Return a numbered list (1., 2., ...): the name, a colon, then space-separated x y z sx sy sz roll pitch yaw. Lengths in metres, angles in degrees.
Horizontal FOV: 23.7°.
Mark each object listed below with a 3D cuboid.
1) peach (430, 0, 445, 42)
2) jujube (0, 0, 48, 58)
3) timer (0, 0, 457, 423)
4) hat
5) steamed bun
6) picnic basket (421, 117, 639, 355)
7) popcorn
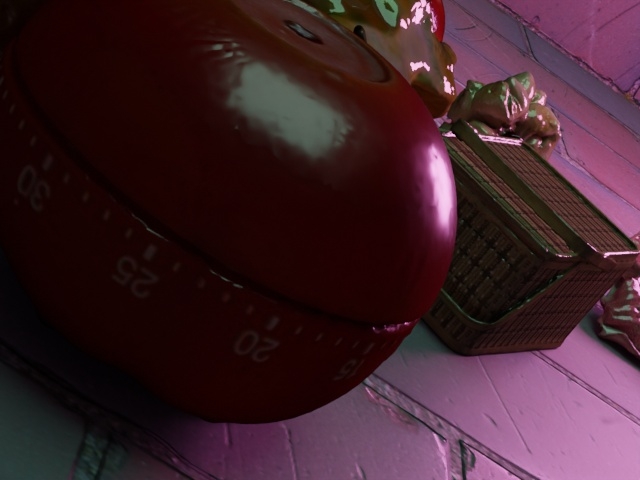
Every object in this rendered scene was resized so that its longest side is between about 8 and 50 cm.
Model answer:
1. peach: 0.075 -0.324 2.223 0.243 0.199 0.243 35 28 -22
2. jujube: -0.249 -0.235 1.528 0.190 0.190 0.255 50 6 31
3. timer: -0.076 -0.049 1.176 0.378 0.279 0.378 30 21 -13
4. hat: 0.509 0.130 2.102 0.286 0.107 0.236 36 47 -3
5. steamed bun: 0.261 -0.150 2.167 0.106 0.192 0.177 33 4 36
6. picnic basket: 0.206 -0.005 1.767 0.228 0.175 0.313 47 22 24
7. popcorn: 0.020 -0.214 1.820 0.316 0.281 0.297 -11 81 -47
